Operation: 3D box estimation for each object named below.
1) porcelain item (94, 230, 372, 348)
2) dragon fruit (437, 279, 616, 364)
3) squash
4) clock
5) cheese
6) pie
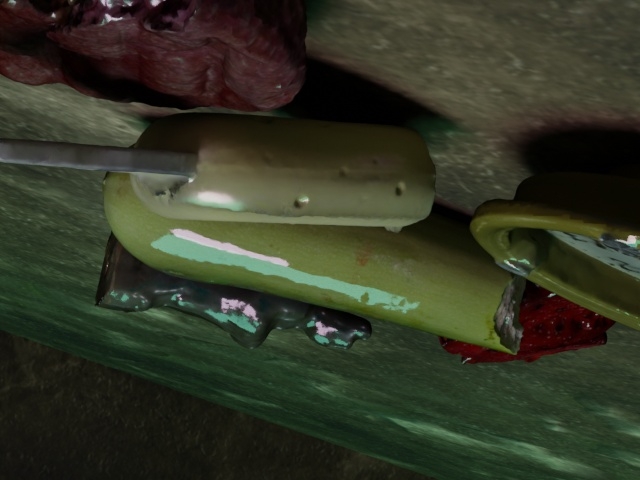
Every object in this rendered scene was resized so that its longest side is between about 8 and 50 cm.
[{"bbox_3d":[-0.065,0.046,1.475,0.216,0.069,0.081,15,166,-13],"label":"porcelain item"},{"bbox_3d":[0.123,0.055,1.159,0.097,0.063,0.131,13,169,30],"label":"dragon fruit"},{"bbox_3d":[0.000,0.000,1.055,0.250,0.083,0.083,15,170,-3],"label":"squash"},{"bbox_3d":[0.182,0.012,0.844,0.237,0.057,0.237,19,171,3],"label":"clock"},{"bbox_3d":[-0.051,-0.031,0.829,0.127,0.050,0.255,6,-177,41],"label":"cheese"},{"bbox_3d":[-0.110,-0.104,0.744,0.219,0.054,0.204,19,170,-17],"label":"pie"}]
